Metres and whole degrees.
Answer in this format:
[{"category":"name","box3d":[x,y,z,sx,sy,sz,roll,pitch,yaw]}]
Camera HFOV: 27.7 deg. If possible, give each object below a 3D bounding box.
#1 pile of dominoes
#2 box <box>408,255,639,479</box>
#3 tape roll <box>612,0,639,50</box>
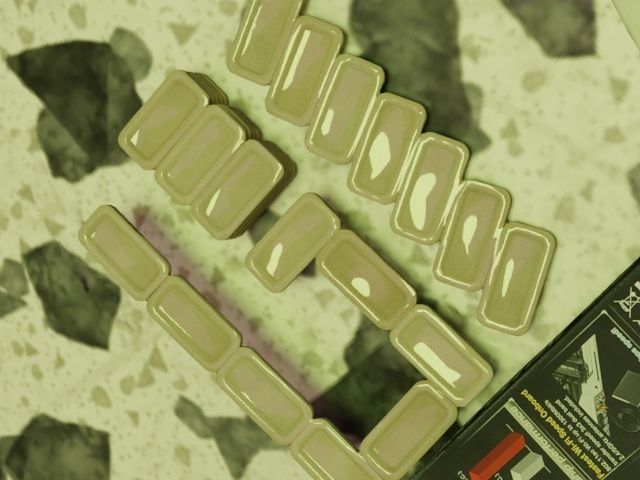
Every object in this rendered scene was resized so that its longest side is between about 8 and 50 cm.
[{"category":"pile of dominoes","box3d":[0.000,0.000,0.731,0.251,0.040,0.196,44,104,8]},{"category":"box","box3d":[0.198,0.187,0.651,0.307,0.076,0.242,46,121,11]},{"category":"tape roll","box3d":[0.269,-0.164,0.452,0.392,0.072,0.392,22,129,30]}]
